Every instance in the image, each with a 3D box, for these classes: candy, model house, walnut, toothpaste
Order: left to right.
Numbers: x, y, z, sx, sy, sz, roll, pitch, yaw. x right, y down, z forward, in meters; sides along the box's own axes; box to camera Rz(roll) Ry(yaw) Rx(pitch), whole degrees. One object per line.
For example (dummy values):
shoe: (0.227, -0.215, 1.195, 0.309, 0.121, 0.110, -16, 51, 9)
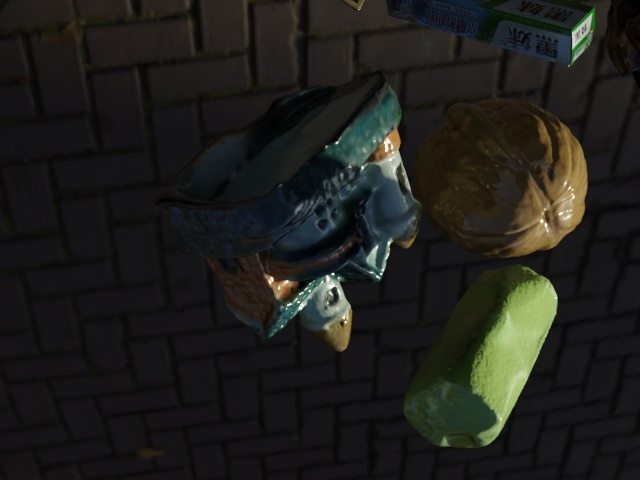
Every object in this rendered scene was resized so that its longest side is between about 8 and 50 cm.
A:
model house: (0.000, 0.000, 1.189, 0.184, 0.253, 0.291, 3, 128, 38)
candy: (0.235, 0.162, 1.607, 0.132, 0.343, 0.142, 42, 131, -2)
toothpaste: (0.065, -0.090, 0.437, 0.020, 0.083, 0.017, -44, 142, -34)
walnut: (0.238, -0.086, 1.499, 0.225, 0.261, 0.225, -8, 116, -17)

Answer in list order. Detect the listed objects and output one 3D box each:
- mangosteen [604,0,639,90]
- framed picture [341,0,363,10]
mangosteen: (0.355, -0.209, 1.020, 0.250, 0.211, 0.211, 20, 127, -23)
framed picture: (0.005, -0.451, 1.646, 0.201, 0.010, 0.136, 29, 87, -16)
